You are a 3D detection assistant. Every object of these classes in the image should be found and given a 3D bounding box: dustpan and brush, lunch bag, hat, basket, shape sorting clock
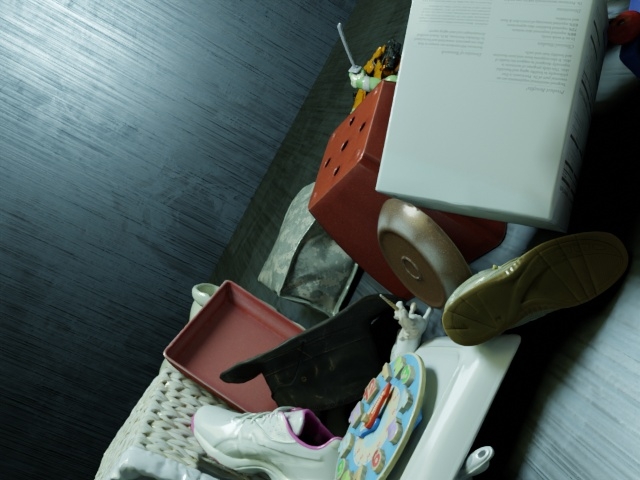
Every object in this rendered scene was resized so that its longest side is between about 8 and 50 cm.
[{"bbox_3d":[0.147,0.288,0.801,0.211,0.060,0.147,-47,22,42],"label":"dustpan and brush"},{"bbox_3d":[0.000,0.000,1.523,0.287,0.169,0.235,-68,16,-2],"label":"lunch bag"},{"bbox_3d":[0.011,0.211,1.142,0.331,0.331,0.134,-43,66,48],"label":"hat"},{"bbox_3d":[-0.232,0.451,1.234,0.331,0.328,0.266,-55,16,27],"label":"basket"},{"bbox_3d":[0.071,0.234,0.879,0.206,0.040,0.206,-59,4,7],"label":"shape sorting clock"}]

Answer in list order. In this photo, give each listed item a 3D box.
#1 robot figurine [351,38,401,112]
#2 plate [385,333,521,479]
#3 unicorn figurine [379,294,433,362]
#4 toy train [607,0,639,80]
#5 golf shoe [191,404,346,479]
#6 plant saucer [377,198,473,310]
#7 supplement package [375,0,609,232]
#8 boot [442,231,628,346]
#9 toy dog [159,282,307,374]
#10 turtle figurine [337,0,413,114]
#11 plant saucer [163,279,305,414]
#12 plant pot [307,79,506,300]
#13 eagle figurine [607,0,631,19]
[{"bbox_3d":[0.154,-0.398,1.834,0.211,0.085,0.291,-46,23,43],"label":"robot figurine"},{"bbox_3d":[0.121,0.234,0.879,0.277,0.045,0.278,-61,4,-12],"label":"plate"},{"bbox_3d":[0.129,0.135,1.026,0.111,0.060,0.161,-45,-42,-62],"label":"unicorn figurine"},{"bbox_3d":[0.439,-0.310,0.809,0.143,0.105,0.248,-15,49,55],"label":"toy train"},{"bbox_3d":[-0.068,0.304,1.077,0.115,0.306,0.140,-8,-67,-59],"label":"golf shoe"},{"bbox_3d":[0.142,0.031,0.996,0.036,0.198,0.198,-36,11,-15],"label":"plant saucer"},{"bbox_3d":[0.212,-0.159,0.830,0.198,0.199,0.262,8,-87,-65],"label":"supplement package"},{"bbox_3d":[0.244,0.052,0.829,0.213,0.077,0.165,-28,-5,8],"label":"boot"},{"bbox_3d":[-0.249,0.321,1.585,0.407,0.285,0.395,-64,16,0],"label":"toy dog"},{"bbox_3d":[0.157,-0.373,1.548,0.197,0.275,0.266,-53,2,-28],"label":"turtle figurine"},{"bbox_3d":[-0.133,0.222,1.309,0.047,0.259,0.258,-57,-1,35],"label":"plant saucer"},{"bbox_3d":[0.135,-0.101,1.149,0.267,0.236,0.267,-42,25,51],"label":"plant pot"},{"bbox_3d":[0.290,-0.288,1.030,0.225,0.298,0.226,-44,-24,-41],"label":"eagle figurine"}]
